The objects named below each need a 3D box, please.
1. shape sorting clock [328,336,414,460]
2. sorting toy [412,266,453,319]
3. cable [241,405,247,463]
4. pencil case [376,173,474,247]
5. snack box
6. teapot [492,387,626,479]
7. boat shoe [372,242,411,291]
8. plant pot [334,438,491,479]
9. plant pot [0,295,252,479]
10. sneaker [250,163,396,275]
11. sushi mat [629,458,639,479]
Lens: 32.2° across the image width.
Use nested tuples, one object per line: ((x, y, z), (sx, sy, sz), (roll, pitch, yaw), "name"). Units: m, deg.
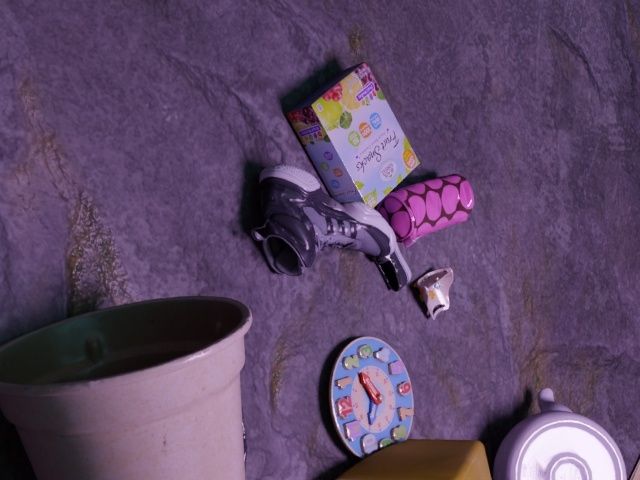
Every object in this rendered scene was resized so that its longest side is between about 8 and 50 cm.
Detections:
((0.088, 0.261, 1.825), (0.206, 0.040, 0.206), (12, 73, -41), "shape sorting clock")
((0.204, 0.099, 1.975), (0.083, 0.044, 0.075), (-32, 110, -43), "sorting toy")
((-0.170, 0.285, 1.581), (0.150, 0.047, 0.185), (15, 72, -35), "cable")
((0.190, -0.055, 1.963), (0.209, 0.095, 0.098), (-21, 69, -44), "pencil case")
((0.059, -0.171, 1.881), (0.174, 0.070, 0.207), (-44, 112, -41), "snack box")
((0.415, 0.434, 2.004), (0.256, 0.187, 0.253), (-35, 86, -16), "teapot")
((0.110, 0.025, 1.897), (0.142, 0.049, 0.040), (56, 49, -21), "boat shoe")
((0.174, 0.421, 1.749), (0.187, 0.212, 0.212), (-40, 120, -55), "plant pot")
((-0.223, 0.263, 1.371), (0.333, 0.333, 0.306), (-21, 106, -44), "plant pot")
((0.000, 0.000, 1.768), (0.268, 0.101, 0.153), (30, 61, -28), "sneaker")
((0.755, 0.478, 2.416), (0.151, 0.019, 0.316), (57, 49, -19), "sushi mat")
